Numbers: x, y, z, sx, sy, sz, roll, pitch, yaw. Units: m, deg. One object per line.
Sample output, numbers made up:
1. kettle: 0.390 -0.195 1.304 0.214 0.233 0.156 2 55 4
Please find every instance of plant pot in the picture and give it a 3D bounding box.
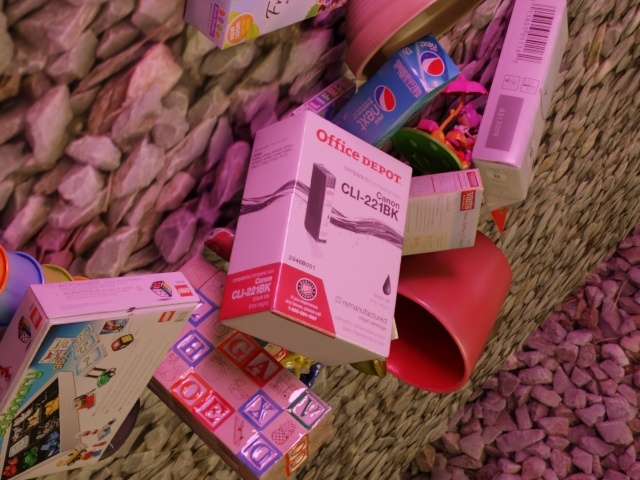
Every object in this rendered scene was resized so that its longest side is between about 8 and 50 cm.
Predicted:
1. plant pot: 0.111 -0.312 1.338 0.237 0.110 0.237 -35 175 -3
2. plant pot: 0.225 0.111 2.059 0.243 0.275 0.275 -47 158 -32

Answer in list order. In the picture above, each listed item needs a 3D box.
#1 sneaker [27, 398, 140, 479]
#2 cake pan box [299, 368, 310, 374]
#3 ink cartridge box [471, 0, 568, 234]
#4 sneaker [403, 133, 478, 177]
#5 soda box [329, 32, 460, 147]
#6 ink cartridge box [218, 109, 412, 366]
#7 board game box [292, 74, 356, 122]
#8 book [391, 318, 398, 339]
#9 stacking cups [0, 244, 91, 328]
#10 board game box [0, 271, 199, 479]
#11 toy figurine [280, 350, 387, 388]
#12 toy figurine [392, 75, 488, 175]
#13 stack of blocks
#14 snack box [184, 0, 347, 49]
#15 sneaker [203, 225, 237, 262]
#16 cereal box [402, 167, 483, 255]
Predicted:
1. sneaker: -0.332 0.238 1.384 0.267 0.101 0.106 -25 143 -47
2. cake pan box: -0.044 0.167 1.857 0.246 0.070 0.267 -59 156 11
3. ink cartridge box: 0.367 -0.202 1.900 0.385 0.091 0.308 50 55 -65
4. sneaker: 0.213 -0.112 1.884 0.282 0.102 0.161 -44 153 -17
5. soda box: 0.090 -0.182 1.416 0.071 0.067 0.210 -33 176 -35
6. ink cartridge box: 0.000 0.000 1.378 0.197 0.114 0.273 25 63 -35
7. board game box: 0.003 -0.149 1.528 0.103 0.026 0.154 -39 154 -28
8. book: 0.100 0.091 1.867 0.035 0.144 0.096 -17 -163 -1
9. stacking cups: -0.329 0.045 1.105 0.096 0.096 0.316 -50 157 -3
10. board game box: -0.282 0.160 1.201 0.193 0.053 0.305 -3 138 -46
11. toy figurine: -0.029 0.137 1.665 0.217 0.191 0.362 -21 161 4
12. toy figurine: 0.223 -0.184 1.761 0.173 0.130 0.159 47 68 -36
13. stack of blocks: -0.119 0.174 1.430 0.171 0.297 0.087 -41 155 -21
14. snack box: -0.038 -0.316 1.151 0.207 0.070 0.174 -29 149 -39
15. sneaker: -0.088 -0.009 1.512 0.093 0.088 0.225 -64 163 10
16. cereal box: 0.137 -0.037 1.747 0.240 0.047 0.173 -8 147 -4
